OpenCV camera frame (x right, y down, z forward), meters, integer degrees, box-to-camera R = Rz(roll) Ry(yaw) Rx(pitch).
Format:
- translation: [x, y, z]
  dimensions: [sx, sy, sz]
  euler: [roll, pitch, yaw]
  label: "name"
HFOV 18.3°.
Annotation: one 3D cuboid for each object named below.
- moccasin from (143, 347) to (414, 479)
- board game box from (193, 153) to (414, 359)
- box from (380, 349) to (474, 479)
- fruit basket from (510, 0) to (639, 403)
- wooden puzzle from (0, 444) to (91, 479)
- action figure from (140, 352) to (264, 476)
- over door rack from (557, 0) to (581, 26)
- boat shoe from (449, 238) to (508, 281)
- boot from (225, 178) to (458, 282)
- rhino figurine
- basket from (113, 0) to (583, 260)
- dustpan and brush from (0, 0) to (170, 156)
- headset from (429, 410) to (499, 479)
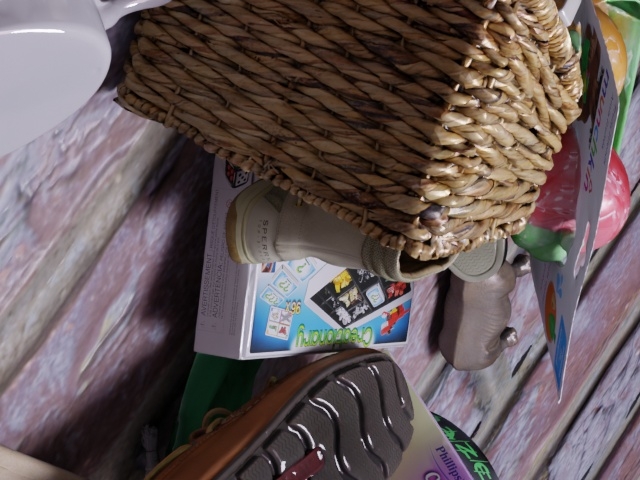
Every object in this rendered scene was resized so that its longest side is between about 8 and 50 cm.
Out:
- translation: [-0.061, 0.204, 1.637]
  dimensions: [0.380, 0.147, 0.139]
  euler: [-42, 115, -39]
  label: "moccasin"
- translation: [0.000, 0.000, 1.715]
  dimensions: [0.305, 0.053, 0.193]
  euler: [2, 95, -62]
  label: "board game box"
- translation: [0.023, 0.260, 1.782]
  dimensions: [0.243, 0.213, 0.117]
  euler: [-33, 144, -2]
  label: "box"
- translation: [0.203, -0.088, 1.789]
  dimensions: [0.353, 0.165, 0.327]
  euler: [-85, -179, -51]
  label: "fruit basket"
- translation: [-0.308, 0.299, 1.468]
  dimensions: [0.322, 0.080, 0.348]
  euler: [-61, 154, -4]
  label: "wooden puzzle"
- translation: [-0.112, 0.182, 1.725]
  dimensions: [0.137, 0.063, 0.232]
  euler: [13, 97, -61]
  label: "action figure"
- translation: [0.146, -0.365, 1.541]
  dimensions: [0.239, 0.108, 0.324]
  euler: [50, 48, -48]
  label: "over door rack"
- translation: [0.119, -0.078, 1.762]
  dimensions: [0.079, 0.084, 0.233]
  euler: [-12, 81, -61]
  label: "boat shoe"
- translation: [0.045, -0.032, 1.558]
  dimensions: [0.213, 0.165, 0.077]
  euler: [-39, 130, -50]
  label: "boot"
- translation: [0.176, 0.038, 2.109]
  dimensions: [0.106, 0.073, 0.243]
  euler: [-40, 145, -43]
  label: "rhino figurine"
- translation: [0.041, -0.152, 1.418]
  dimensions: [0.213, 0.299, 0.223]
  euler: [-14, 127, -55]
  label: "basket"
- translation: [-0.166, -0.132, 1.314]
  dimensions: [0.211, 0.060, 0.147]
  euler: [-20, 152, -24]
  label: "dustpan and brush"
- translation: [0.041, 0.336, 1.984]
  dimensions: [0.394, 0.243, 0.185]
  euler: [-49, 156, 24]
  label: "headset"
